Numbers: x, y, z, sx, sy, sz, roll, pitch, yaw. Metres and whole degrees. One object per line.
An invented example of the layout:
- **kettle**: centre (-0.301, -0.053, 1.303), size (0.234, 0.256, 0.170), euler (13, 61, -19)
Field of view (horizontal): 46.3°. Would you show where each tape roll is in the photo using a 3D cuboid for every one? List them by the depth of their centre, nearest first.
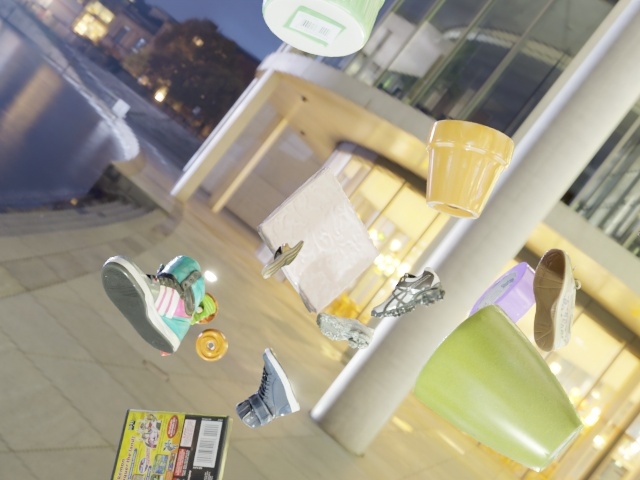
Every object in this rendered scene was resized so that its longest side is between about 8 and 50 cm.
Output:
- **tape roll**: centre (0.623, 0.201, 2.510), size (0.090, 0.275, 0.275), euler (44, -1, -1)

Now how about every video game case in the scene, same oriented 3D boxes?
- **video game case**: centre (-0.329, 0.506, 1.603), size (0.248, 0.275, 0.035), euler (0, -27, 14)

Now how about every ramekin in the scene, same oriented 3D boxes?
- **ramekin**: centre (0.003, -0.588, 1.854), size (0.303, 0.148, 0.303), euler (14, -15, 4)

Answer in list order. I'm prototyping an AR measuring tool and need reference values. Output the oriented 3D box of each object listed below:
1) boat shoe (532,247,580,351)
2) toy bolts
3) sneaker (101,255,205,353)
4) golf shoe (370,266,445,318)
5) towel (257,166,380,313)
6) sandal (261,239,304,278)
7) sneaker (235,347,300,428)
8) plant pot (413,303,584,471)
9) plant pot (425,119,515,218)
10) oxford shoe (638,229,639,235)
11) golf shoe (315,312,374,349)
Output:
- **boat shoe**: centre (0.634, 0.156, 2.007), size (0.089, 0.285, 0.104), euler (-7, 19, -29)
- **toy bolts**: centre (-0.407, 0.293, 2.361), size (0.218, 0.228, 0.158), euler (64, -3, 1)
- **sneaker**: centre (-0.335, 0.089, 1.575), size (0.123, 0.178, 0.296), euler (11, -36, 24)
- **golf shoe**: centre (0.207, 0.131, 1.836), size (0.077, 0.198, 0.094), euler (18, 52, -61)
- **towel**: centre (0.000, 0.000, 2.223), size (0.053, 0.317, 0.332), euler (-3, -56, 55)
- **sandal**: centre (-0.100, 0.038, 1.922), size (0.049, 0.072, 0.180), euler (43, 42, 10)
- **sneaker**: centre (-0.159, 0.404, 2.002), size (0.086, 0.163, 0.226), euler (-127, -163, -58)
- **plant pot**: centre (0.395, 0.332, 1.581), size (0.293, 0.275, 0.275), euler (43, 2, 29)
- **plant pot**: centre (0.335, -0.159, 1.769), size (0.205, 0.188, 0.205), euler (17, -7, 2)
- **oxford shoe**: centre (0.890, -0.010, 1.835), size (0.082, 0.096, 0.227), euler (29, -5, -33)
- **golf shoe**: centre (0.073, 0.252, 2.152), size (0.176, 0.069, 0.086), euler (26, 29, 18)
